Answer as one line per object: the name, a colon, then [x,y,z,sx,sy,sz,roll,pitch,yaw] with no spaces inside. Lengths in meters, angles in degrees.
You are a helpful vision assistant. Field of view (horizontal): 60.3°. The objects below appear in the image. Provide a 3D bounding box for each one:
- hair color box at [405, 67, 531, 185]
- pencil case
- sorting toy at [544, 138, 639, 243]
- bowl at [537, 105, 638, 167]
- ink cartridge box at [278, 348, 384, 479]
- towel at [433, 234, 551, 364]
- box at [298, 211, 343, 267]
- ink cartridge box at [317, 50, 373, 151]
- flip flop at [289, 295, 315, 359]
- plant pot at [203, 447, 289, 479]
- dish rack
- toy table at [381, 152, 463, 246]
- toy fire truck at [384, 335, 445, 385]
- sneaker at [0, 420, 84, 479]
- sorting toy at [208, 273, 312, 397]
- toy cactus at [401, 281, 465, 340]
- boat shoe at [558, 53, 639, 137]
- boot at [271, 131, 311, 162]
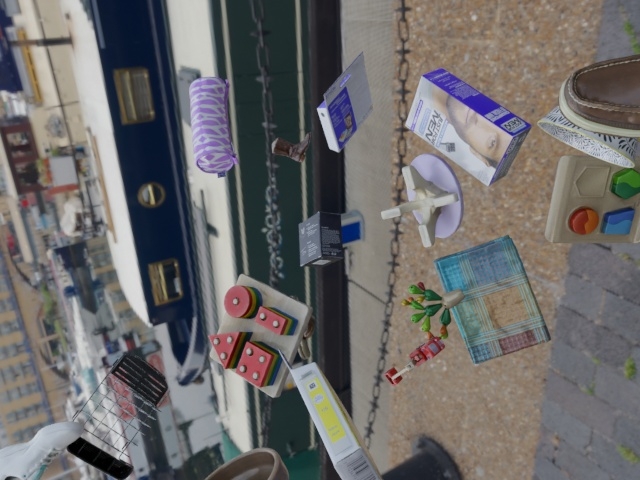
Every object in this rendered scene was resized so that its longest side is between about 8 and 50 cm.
hair color box: [0.424,-0.339,1.626,0.339,0.110,0.185,42,143,25]
pencil case: [-0.222,-0.238,1.134,0.086,0.088,0.206,59,-161,-67]
sorting toy: [0.651,-0.133,1.246,0.041,0.229,0.307,-90,2,-68]
bowl: [0.458,-0.194,0.913,0.170,0.170,0.080,40,109,47]
ink cartridge box: [0.044,0.392,1.118,0.303,0.072,0.307,63,177,-37]
towel: [0.563,0.192,1.814,0.040,0.271,0.370,30,-140,-77]
box: [0.000,0.000,1.902,0.156,0.093,0.158,-27,62,58]
ink cartridge box: [0.071,-0.396,1.569,0.045,0.206,0.208,22,150,29]
flip flop: [-0.052,0.272,1.734,0.112,0.080,0.277,-102,0,-50]
plant pot: [-0.157,0.662,1.281,0.229,0.263,0.263,62,154,-7]
dish rack: [-0.504,0.440,1.405,0.074,0.271,0.208,6,144,42]
toy table: [0.330,-0.125,1.719,0.252,0.161,0.274,-27,90,38]
toy fire truck: [0.289,0.372,1.698,0.047,0.135,0.192,52,146,10]
sneaker: [-0.598,0.466,1.178,0.080,0.212,0.094,56,-172,-52]
sorting toy: [-0.185,0.250,1.483,0.255,0.089,0.257,22,93,32]
toy cactus: [0.366,0.209,1.726,0.219,0.180,0.112,58,-170,-5]
boat shoe: [0.381,-0.166,0.551,0.095,0.257,0.095,65,-155,-68]
boot: [-0.095,-0.315,1.772,0.037,0.114,0.106,-175,103,-79]
